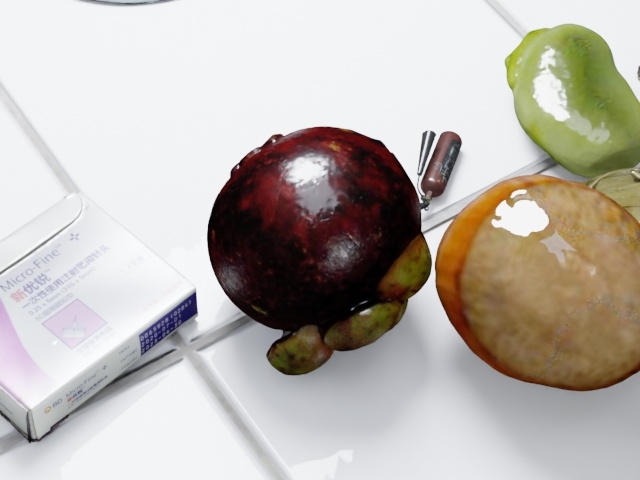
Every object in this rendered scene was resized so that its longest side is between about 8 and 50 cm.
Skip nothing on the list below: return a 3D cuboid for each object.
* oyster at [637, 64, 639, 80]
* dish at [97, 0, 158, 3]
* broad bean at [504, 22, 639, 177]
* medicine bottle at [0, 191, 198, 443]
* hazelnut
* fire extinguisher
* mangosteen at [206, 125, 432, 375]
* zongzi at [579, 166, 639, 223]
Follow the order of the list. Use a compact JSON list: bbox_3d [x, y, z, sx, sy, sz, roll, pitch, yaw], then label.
[{"bbox_3d":[0.386,-0.203,1.729,0.108,0.053,0.165,8,59,17],"label":"oyster"},{"bbox_3d":[-0.203,-0.401,1.827,0.317,0.106,0.316,1,53,-1],"label":"dish"},{"bbox_3d":[0.250,-0.140,1.655,0.124,0.082,0.174,-10,52,-11],"label":"broad bean"},{"bbox_3d":[-0.238,0.064,1.509,0.201,0.052,0.171,-37,62,-27],"label":"medicine bottle"},{"bbox_3d":[0.199,0.038,1.457,0.214,0.214,0.176,34,90,22],"label":"hazelnut"},{"bbox_3d":[0.108,-0.072,1.623,0.032,0.046,0.100,8,51,21],"label":"fire extinguisher"},{"bbox_3d":[0.000,0.000,1.477,0.210,0.210,0.209,1,53,-1],"label":"mangosteen"},{"bbox_3d":[0.280,-0.025,1.594,0.160,0.176,0.078,-1,83,-44],"label":"zongzi"}]
